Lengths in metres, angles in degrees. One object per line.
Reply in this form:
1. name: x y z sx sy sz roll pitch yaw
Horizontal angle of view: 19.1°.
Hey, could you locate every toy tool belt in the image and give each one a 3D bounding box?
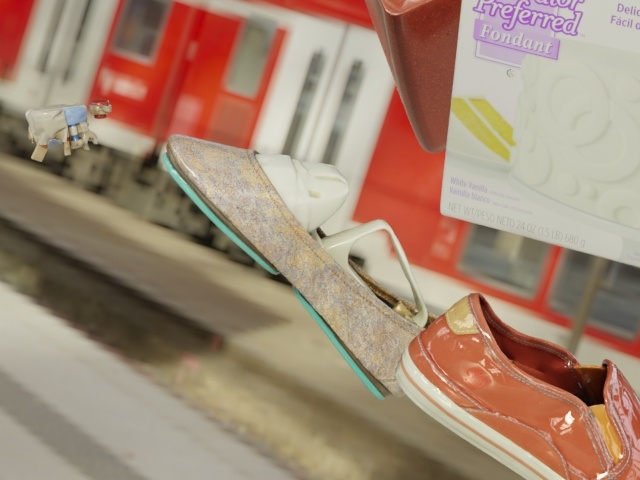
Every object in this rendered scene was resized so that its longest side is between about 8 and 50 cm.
1. toy tool belt: -0.242 -0.106 1.836 0.083 0.051 0.052 -10 17 -25

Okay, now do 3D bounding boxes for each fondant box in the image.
1. fondant box: 0.243 -0.147 1.692 0.238 0.330 0.096 15 38 15

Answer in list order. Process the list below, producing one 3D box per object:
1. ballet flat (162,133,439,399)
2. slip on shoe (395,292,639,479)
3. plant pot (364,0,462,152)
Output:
1. ballet flat: 0.000 0.000 1.617 0.316 0.106 0.107 47 9 -24
2. slip on shoe: 0.221 0.152 1.522 0.331 0.101 0.123 31 19 -7
3. plant pot: 0.152 -0.288 1.909 0.267 0.267 0.236 -24 -23 12
